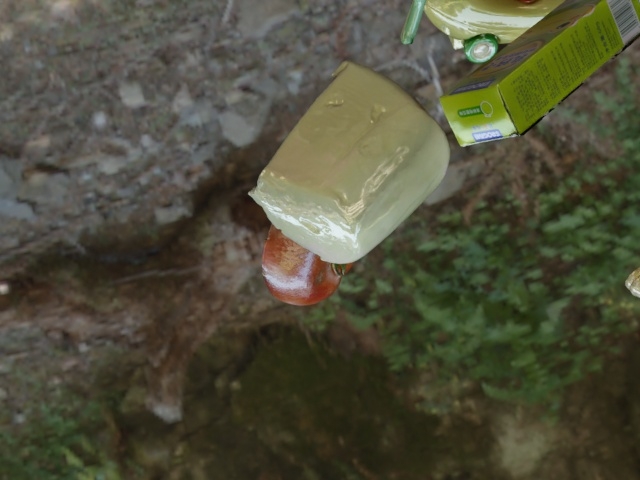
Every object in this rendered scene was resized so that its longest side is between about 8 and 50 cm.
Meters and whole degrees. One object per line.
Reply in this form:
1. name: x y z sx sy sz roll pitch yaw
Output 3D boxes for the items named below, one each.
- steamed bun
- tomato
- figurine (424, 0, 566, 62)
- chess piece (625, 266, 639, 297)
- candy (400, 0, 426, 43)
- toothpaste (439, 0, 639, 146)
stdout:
1. steamed bun: 0.036 -0.080 1.443 0.225 0.200 0.170 -44 150 -17
2. tomato: 0.001 0.001 1.819 0.225 0.085 0.225 -38 139 -43
3. figurine: 0.327 -0.433 1.963 0.324 0.124 0.222 -9 135 -4
4. chess piece: 0.325 0.065 1.079 0.035 0.092 0.035 -20 144 -15
5. candy: 0.160 -0.425 1.285 0.119 0.119 0.440 -3 124 -30
6. toothpaste: 0.303 -0.239 1.538 0.327 0.077 0.110 -39 -159 -32
